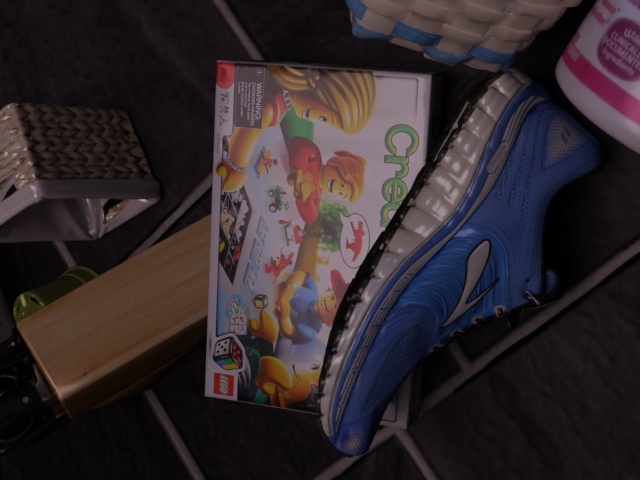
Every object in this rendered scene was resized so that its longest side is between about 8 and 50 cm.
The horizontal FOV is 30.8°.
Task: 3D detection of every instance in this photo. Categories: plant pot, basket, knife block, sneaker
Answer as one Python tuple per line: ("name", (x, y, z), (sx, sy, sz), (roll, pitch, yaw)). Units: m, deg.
("plant pot", (-0.275, 0.072, 1.215), (0.083, 0.079, 0.083), (5, 99, 33))
("basket", (0.121, -0.283, 0.787), (0.289, 0.201, 0.255), (113, 162, -51))
("knife block", (-0.223, 0.099, 1.086), (0.275, 0.242, 0.088), (-41, 75, 30))
("sneaker", (0.108, 0.037, 0.902), (0.147, 0.130, 0.330), (31, 99, -2))
("basket", (-0.258, -0.065, 1.136), (0.113, 0.167, 0.103), (-28, 75, 33))

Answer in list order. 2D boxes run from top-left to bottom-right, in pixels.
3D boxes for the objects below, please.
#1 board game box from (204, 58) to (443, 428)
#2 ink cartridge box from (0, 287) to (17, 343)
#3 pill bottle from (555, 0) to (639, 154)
("board game box", (0.000, 0.000, 1.016), (0.193, 0.053, 0.305), (6, 101, 18))
("ink cartridge box", (-0.489, 0.078, 1.264), (0.168, 0.232, 0.171), (-27, 82, 31))
("pill bottle", (0.292, -0.187, 0.757), (0.160, 0.160, 0.283), (40, 116, 22))
